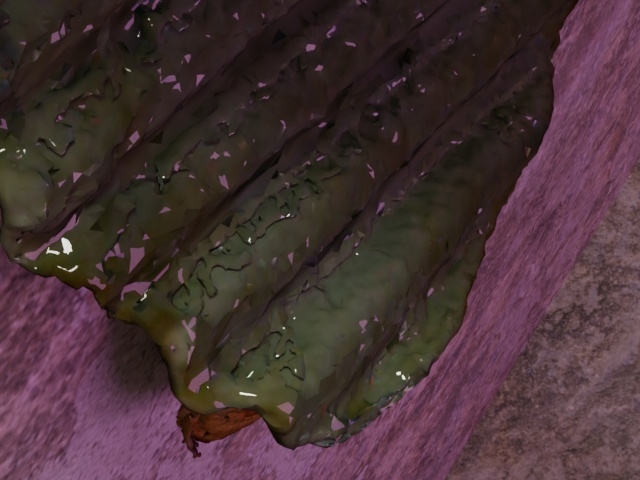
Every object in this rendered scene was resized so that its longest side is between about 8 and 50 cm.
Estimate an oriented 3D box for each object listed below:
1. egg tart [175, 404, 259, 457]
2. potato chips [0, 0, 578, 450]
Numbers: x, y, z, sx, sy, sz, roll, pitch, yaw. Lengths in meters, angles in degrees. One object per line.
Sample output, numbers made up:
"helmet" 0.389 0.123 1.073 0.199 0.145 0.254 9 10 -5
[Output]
"egg tart" 0.000 0.000 0.840 0.297 0.132 0.297 -46 170 -10
"potato chips" 0.028 -0.128 0.590 0.429 0.070 0.358 -47 136 -30
